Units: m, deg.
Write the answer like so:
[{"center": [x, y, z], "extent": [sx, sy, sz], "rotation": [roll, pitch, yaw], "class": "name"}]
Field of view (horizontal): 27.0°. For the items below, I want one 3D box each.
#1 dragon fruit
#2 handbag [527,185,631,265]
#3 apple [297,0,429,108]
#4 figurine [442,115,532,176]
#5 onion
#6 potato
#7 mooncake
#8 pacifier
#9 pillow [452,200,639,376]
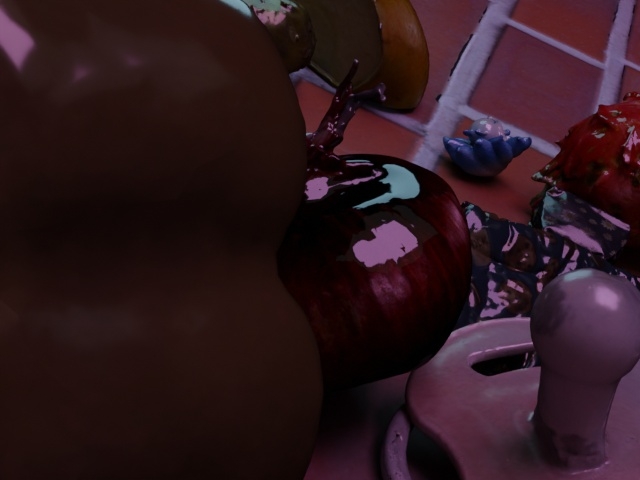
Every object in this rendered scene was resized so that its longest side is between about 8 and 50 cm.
[{"center": [0.392, -0.082, 1.675], "extent": [0.268, 0.205, 0.210], "rotation": [-10, 76, 2], "class": "dragon fruit"}, {"center": [0.290, 0.016, 1.571], "extent": [0.115, 0.072, 0.139], "rotation": [30, 42, 7], "class": "handbag"}, {"center": [0.017, -0.319, 1.857], "extent": [0.179, 0.254, 0.346], "rotation": [-42, 60, -14], "class": "apple"}, {"center": [0.206, -0.121, 1.711], "extent": [0.114, 0.079, 0.114], "rotation": [6, 8, -1], "class": "figurine"}, {"center": [0.000, 0.000, 1.154], "extent": [0.273, 0.285, 0.273], "rotation": [-12, 22, 5], "class": "onion"}, {"center": [-0.126, -0.272, 1.688], "extent": [0.251, 0.113, 0.149], "rotation": [5, 41, -16], "class": "potato"}, {"center": [-0.195, 0.005, 0.826], "extent": [0.262, 0.467, 0.467], "rotation": [-2, 37, -33], "class": "mooncake"}, {"center": [0.207, 0.155, 1.115], "extent": [0.220, 0.273, 0.332], "rotation": [26, 24, -33], "class": "pacifier"}, {"center": [0.231, 0.078, 1.327], "extent": [0.255, 0.034, 0.189], "rotation": [22, 60, -17], "class": "pillow"}]
